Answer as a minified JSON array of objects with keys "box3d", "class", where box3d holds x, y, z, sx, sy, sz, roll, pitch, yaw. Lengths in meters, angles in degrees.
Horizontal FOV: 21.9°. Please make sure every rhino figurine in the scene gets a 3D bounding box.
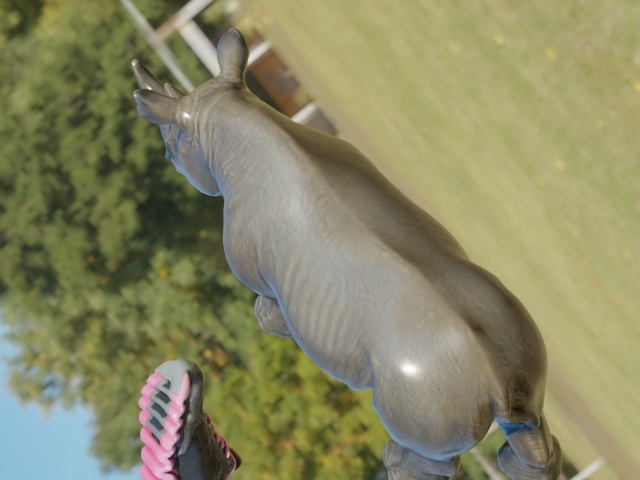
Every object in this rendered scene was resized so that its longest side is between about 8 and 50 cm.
[{"box3d":[0.000,0.000,0.650,0.243,0.073,0.106,46,164,26],"class":"rhino figurine"}]

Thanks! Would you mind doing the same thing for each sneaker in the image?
[{"box3d":[-0.072,0.117,0.938,0.047,0.057,0.119,47,137,51],"class":"sneaker"}]
